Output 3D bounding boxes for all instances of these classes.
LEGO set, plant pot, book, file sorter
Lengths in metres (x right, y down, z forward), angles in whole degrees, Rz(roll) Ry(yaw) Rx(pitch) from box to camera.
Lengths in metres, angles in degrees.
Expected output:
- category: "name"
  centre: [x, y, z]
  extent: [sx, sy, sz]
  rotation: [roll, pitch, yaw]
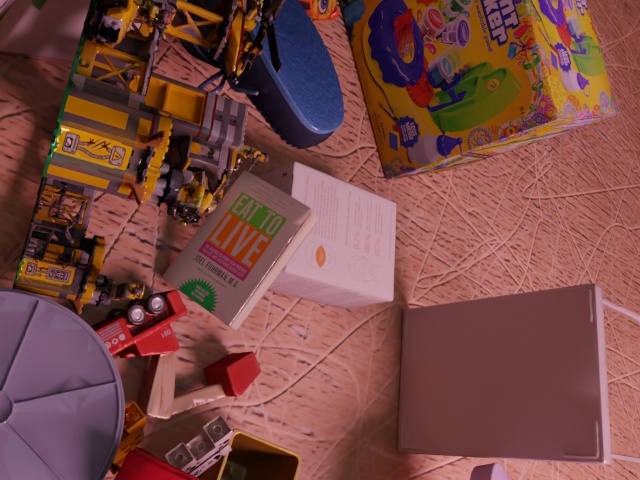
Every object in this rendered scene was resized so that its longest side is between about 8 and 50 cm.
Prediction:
- category: "LEGO set"
  centre: [-0.123, -0.070, 0.570]
  extent: [0.192, 0.331, 0.254]
  rotation: [15, 53, -22]
- category: "LEGO set"
  centre: [-0.186, 0.215, 0.589]
  extent: [0.227, 0.093, 0.087]
  rotation: [-35, 67, -15]
- category: "plant pot"
  centre: [-0.082, 0.241, 0.672]
  extent: [0.081, 0.083, 0.081]
  rotation: [29, 59, -21]
- category: "book"
  centre: [-0.084, 0.008, 0.703]
  extent: [0.144, 0.096, 0.035]
  rotation: [-55, 160, -10]
- category: "file sorter"
  centre: [0.263, 0.184, 0.868]
  extent: [0.173, 0.278, 0.192]
  rotation: [20, 67, -39]

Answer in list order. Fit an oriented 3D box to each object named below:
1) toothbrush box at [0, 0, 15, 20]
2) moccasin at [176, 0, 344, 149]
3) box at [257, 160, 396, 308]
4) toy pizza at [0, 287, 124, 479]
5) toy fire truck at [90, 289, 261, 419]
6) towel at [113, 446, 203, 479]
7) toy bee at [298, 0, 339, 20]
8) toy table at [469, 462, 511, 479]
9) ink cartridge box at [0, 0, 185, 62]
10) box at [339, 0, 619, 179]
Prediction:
- category: "toothbrush box"
  centre: [-0.335, -0.161, 0.420]
  extent: [0.206, 0.283, 0.122]
  rotation: [43, 55, -24]
- category: "moccasin"
  centre: [-0.094, -0.239, 0.737]
  extent: [0.138, 0.117, 0.341]
  rotation: [-14, 72, -54]
- category: "box"
  centre: [0.000, 0.000, 0.806]
  extent: [0.171, 0.091, 0.130]
  rotation: [19, 67, -38]
- category: "toy pizza"
  centre: [-0.255, 0.134, 0.525]
  extent: [0.201, 0.032, 0.201]
  rotation: [16, 57, -27]
- category: "toy fire truck"
  centre: [-0.161, 0.123, 0.661]
  extent: [0.192, 0.047, 0.135]
  rotation: [-30, 100, -41]
- category: "towel"
  centre: [-0.119, 0.318, 0.499]
  extent: [0.199, 0.031, 0.274]
  rotation: [27, 74, -1]
- category: "toy bee"
  centre: [-0.022, -0.352, 0.858]
  extent: [0.195, 0.298, 0.162]
  rotation: [41, 15, 15]
- category: "toy table"
  centre: [0.154, 0.404, 0.751]
  extent: [0.252, 0.161, 0.274]
  rotation: [51, 29, -38]
- category: "ink cartridge box"
  centre: [-0.219, -0.339, 0.618]
  extent: [0.122, 0.211, 0.289]
  rotation: [-3, 81, -42]
- category: "box"
  centre: [0.209, -0.264, 0.935]
  extent: [0.177, 0.279, 0.289]
  rotation: [-13, 87, -43]
